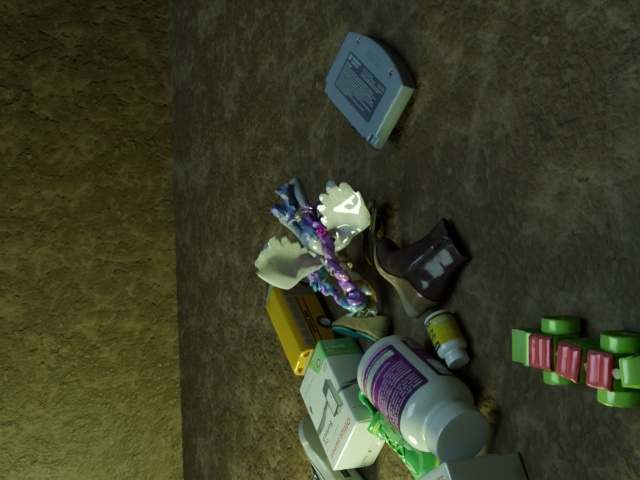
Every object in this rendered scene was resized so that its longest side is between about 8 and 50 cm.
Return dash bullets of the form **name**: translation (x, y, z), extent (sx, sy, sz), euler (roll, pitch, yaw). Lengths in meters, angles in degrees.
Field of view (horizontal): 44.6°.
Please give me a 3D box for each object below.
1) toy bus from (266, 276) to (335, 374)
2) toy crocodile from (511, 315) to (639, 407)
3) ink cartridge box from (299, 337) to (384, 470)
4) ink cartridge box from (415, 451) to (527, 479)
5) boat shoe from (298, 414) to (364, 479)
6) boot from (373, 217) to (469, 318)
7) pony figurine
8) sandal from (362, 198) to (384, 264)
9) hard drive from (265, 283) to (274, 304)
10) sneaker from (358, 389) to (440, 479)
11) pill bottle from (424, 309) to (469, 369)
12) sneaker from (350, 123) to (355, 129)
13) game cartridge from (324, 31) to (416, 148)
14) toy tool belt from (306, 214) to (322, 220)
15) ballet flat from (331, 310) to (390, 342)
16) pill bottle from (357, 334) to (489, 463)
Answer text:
- **toy bus**: translation (-0.059, 0.224, 2.204), extent (0.332, 0.130, 0.108), euler (61, 141, 45)
- **toy crocodile**: translation (0.420, 0.192, 1.270), extent (0.341, 0.105, 0.115), euler (-171, 81, -64)
- **ink cartridge box**: translation (0.062, 0.415, 1.999), extent (0.272, 0.115, 0.198), euler (62, 142, 44)
- **ink cartridge box**: translation (0.294, 0.538, 1.459), extent (0.171, 0.168, 0.232), euler (125, 138, -51)
- **boat shoe**: translation (0.014, 0.634, 2.081), extent (0.340, 0.127, 0.158), euler (54, 129, 49)
- **boot**: translation (0.224, 0.027, 1.733), extent (0.206, 0.090, 0.248), euler (-57, 38, 30)
- **pony figurine**: translation (0.000, 0.000, 1.929), extent (0.303, 0.351, 0.363), euler (-38, 41, 5)
- **sandal**: translation (0.134, -0.023, 1.934), extent (0.072, 0.049, 0.180), euler (-124, 26, -59)
- **hard drive**: translation (-0.142, 0.174, 2.527), extent (0.094, 0.022, 0.135), euler (50, 134, 53)
- **sneaker**: translation (0.171, 0.439, 1.765), extent (0.295, 0.124, 0.109), euler (55, 138, 49)
- **pill bottle**: translation (0.267, 0.208, 1.632), extent (0.065, 0.065, 0.116), euler (-65, 36, 42)
- **sneaker**: translation (0.097, -0.340, 2.016), extent (0.044, 0.040, 0.109), euler (-160, 80, -67)
- **game cartridge**: translation (0.119, -0.382, 1.907), extent (0.198, 0.062, 0.297), euler (-58, 41, 24)
- **toy tool belt**: translation (-0.023, -0.060, 2.262), extent (0.051, 0.052, 0.083), euler (-72, 6, -53)
- **ballet flat**: translation (0.107, 0.214, 1.979), extent (0.232, 0.080, 0.073), euler (2, 64, 62)
- **pill bottle**: translation (0.213, 0.332, 1.626), extent (0.301, 0.169, 0.169), euler (-140, 54, -58)
